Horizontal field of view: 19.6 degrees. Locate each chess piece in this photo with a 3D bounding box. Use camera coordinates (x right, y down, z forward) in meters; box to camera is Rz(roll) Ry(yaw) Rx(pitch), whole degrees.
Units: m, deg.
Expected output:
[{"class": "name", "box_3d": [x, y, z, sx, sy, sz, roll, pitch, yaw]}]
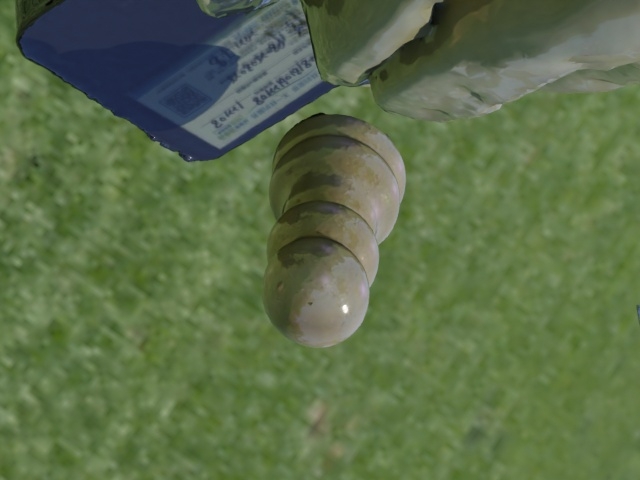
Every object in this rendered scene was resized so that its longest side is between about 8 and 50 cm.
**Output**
[{"class": "chess piece", "box_3d": [0.000, 0.000, 1.192, 0.170, 0.094, 0.094, -74, -174, -54]}]

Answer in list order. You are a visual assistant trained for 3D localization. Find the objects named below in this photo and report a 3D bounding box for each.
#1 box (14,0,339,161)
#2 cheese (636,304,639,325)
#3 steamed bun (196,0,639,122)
[{"class": "box", "box_3d": [-0.019, -0.187, 1.235, 0.350, 0.058, 0.211, -30, 141, 26]}, {"class": "cheese", "box_3d": [0.191, 0.075, 0.903, 0.026, 0.121, 0.067, -36, -155, 17]}, {"class": "steamed bun", "box_3d": [0.041, -0.157, 0.562, 0.276, 0.289, 0.203, 114, -10, -48]}]
